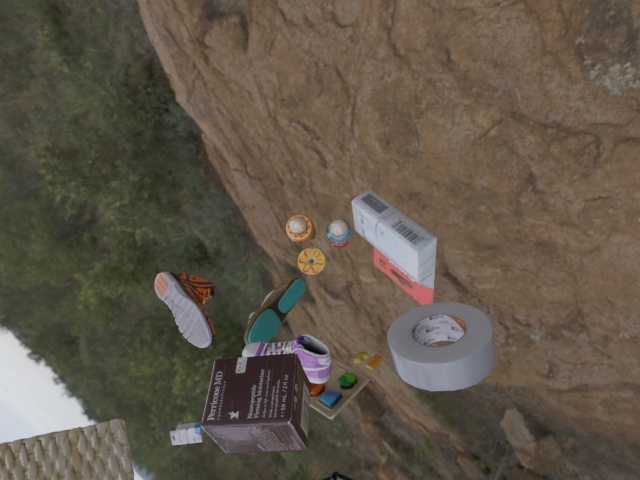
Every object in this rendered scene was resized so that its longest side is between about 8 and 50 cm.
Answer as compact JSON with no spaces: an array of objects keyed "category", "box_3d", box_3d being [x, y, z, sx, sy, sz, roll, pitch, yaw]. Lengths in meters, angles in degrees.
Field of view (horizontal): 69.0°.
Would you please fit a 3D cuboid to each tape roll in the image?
[{"category":"tape roll","box_3d":[0.257,0.219,0.991,0.219,0.219,0.072,9,123,46]}]

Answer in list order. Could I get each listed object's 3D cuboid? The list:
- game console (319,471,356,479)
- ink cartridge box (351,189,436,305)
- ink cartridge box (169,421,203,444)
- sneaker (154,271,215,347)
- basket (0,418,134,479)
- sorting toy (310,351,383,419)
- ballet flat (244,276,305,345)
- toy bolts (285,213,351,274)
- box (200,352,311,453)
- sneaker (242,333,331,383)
[{"category":"game console","box_3d":[0.048,0.936,1.512,0.250,0.173,0.293,7,107,33]},{"category":"ink cartridge box","box_3d":[0.243,0.058,1.567,0.308,0.091,0.385,42,154,37]},{"category":"ink cartridge box","box_3d":[-0.374,0.540,1.304,0.028,0.083,0.048,-110,15,-75]},{"category":"sneaker","box_3d":[-0.414,0.218,1.596,0.321,0.180,0.124,50,116,24]},{"category":"basket","box_3d":[-0.634,0.628,1.081,0.266,0.328,0.331,-32,65,34]},{"category":"sorting toy","box_3d":[0.076,0.505,1.726,0.229,0.307,0.041,9,129,51]},{"category":"ballet flat","box_3d":[-0.189,0.262,1.736,0.124,0.342,0.116,-3,130,45]},{"category":"toy bolts","box_3d":[0.000,0.000,1.652,0.158,0.229,0.218,70,-172,-80]},{"category":"box","box_3d":[-0.139,0.382,1.085,0.203,0.168,0.167,-7,136,9]},{"category":"sneaker","box_3d":[-0.102,0.326,1.397,0.282,0.102,0.161,8,132,8]}]
